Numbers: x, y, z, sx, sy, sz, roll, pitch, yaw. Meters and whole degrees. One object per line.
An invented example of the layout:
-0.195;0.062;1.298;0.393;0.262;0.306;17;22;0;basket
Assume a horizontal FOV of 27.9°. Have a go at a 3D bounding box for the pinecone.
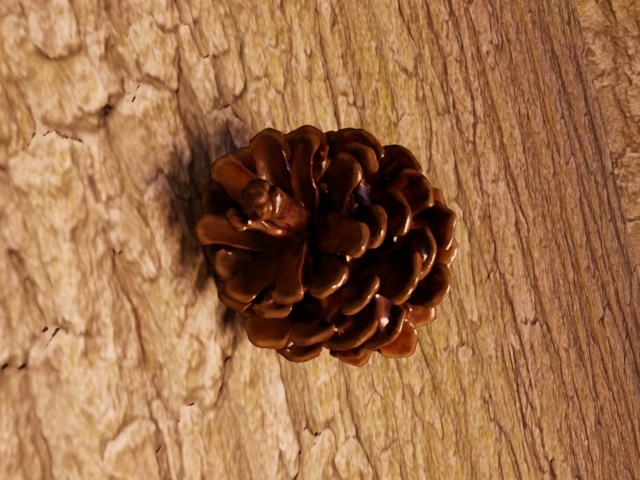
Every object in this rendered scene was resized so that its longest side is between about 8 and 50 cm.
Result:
-0.002;0.001;0.958;0.212;0.168;0.185;0;51;-54;pinecone
